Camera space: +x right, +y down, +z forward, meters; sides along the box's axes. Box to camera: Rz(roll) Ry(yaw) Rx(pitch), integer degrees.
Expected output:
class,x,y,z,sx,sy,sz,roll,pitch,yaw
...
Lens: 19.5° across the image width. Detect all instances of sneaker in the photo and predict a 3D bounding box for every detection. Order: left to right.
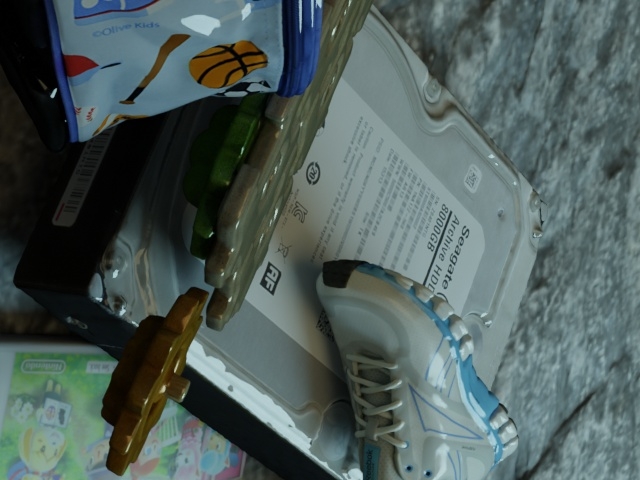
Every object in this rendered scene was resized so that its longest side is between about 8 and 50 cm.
class,x,y,z,sx,sy,sz,roll,pitch,yaw
sneaker,0.043,0.087,0.984,0.083,0.071,0.191,-55,134,-24

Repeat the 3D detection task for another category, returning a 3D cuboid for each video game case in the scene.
class,x,y,z,sx,sy,sz,roll,pitch,yaw
video game case,-0.123,0.146,0.979,0.212,0.023,0.193,6,97,-49

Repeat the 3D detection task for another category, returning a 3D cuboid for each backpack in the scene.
class,x,y,z,sx,sy,sz,roll,pitch,yaw
backpack,-0.065,-0.176,0.698,0.276,0.213,0.263,79,3,-65

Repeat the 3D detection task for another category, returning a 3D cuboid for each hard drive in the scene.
class,x,y,z,sx,sy,sz,roll,pitch,yaw
hard drive,0.000,0.000,1.023,0.339,0.064,0.237,44,61,-46

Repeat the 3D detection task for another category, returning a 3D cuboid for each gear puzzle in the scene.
class,x,y,z,sx,sy,sz,roll,pitch,yaw
gear puzzle,-0.031,-0.051,0.850,0.175,0.044,0.339,101,11,-73
